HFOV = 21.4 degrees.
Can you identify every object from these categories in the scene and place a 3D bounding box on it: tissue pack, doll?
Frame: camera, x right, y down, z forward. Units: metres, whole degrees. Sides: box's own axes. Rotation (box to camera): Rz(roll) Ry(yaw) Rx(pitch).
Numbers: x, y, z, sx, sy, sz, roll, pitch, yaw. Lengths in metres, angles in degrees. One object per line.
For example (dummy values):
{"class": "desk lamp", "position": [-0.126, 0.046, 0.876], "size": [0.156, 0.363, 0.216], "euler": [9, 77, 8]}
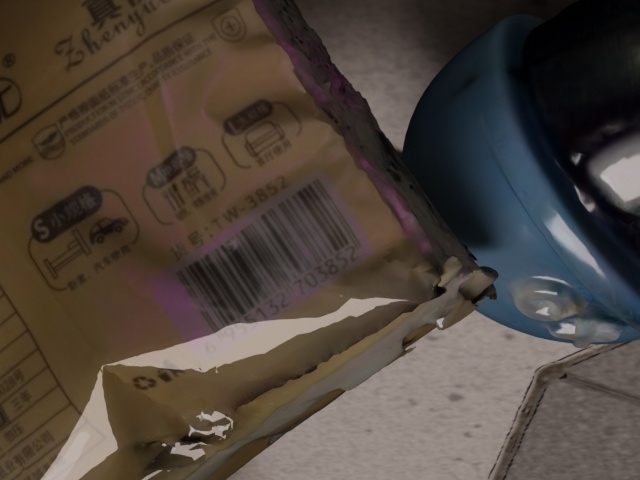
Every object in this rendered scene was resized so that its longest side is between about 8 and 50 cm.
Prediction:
{"class": "tissue pack", "position": [-0.094, 0.008, 0.658], "size": [0.257, 0.215, 0.123], "euler": [-36, 171, 8]}
{"class": "doll", "position": [0.155, -0.042, 0.692], "size": [0.314, 0.141, 0.177], "euler": [-27, 137, 32]}
